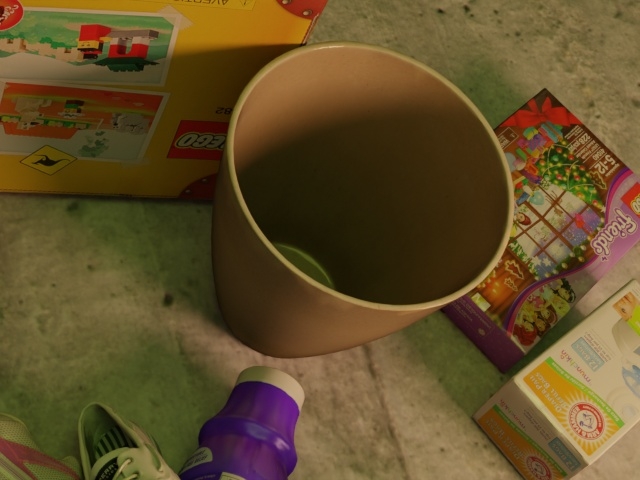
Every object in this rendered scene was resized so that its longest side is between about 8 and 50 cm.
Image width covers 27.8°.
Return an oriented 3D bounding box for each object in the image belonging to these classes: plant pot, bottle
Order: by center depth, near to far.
[{"bbox_3d":[-0.085,0.236,1.115,0.092,0.118,0.283,37,48,-17],"label":"bottle"},{"bbox_3d":[0.000,0.000,1.188,0.256,0.274,0.256,10,61,-18],"label":"plant pot"}]

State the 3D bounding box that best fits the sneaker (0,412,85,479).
[{"bbox_3d":[-0.306,0.190,1.073,0.252,0.103,0.111,31,32,-14],"label":"sneaker"}]

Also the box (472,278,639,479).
[{"bbox_3d":[0.271,0.149,1.309,0.203,0.103,0.114,-32,76,-32],"label":"box"}]

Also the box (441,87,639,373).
[{"bbox_3d":[0.224,-0.019,1.415,0.201,0.057,0.293,46,57,8],"label":"box"}]

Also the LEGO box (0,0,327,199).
[{"bbox_3d":[-0.278,-0.213,1.150,0.500,0.372,0.193,2,60,-20],"label":"LEGO box"}]

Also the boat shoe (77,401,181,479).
[{"bbox_3d":[-0.160,0.207,1.061,0.083,0.226,0.076,-44,119,-6],"label":"boat shoe"}]
